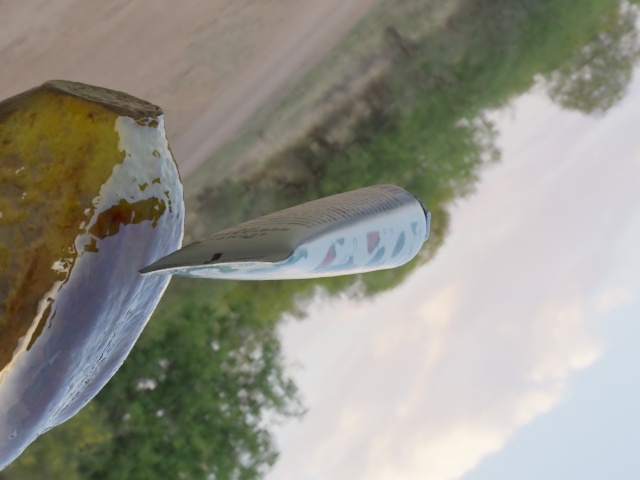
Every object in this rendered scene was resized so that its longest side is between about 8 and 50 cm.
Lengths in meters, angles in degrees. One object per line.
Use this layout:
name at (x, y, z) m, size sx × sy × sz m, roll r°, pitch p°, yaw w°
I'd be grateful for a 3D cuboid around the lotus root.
lotus root at (-0.206, 0.016, 0.817) m, size 0.291 × 0.193 × 0.193 m, roll -57°, pitch 177°, yaw 23°

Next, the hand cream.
hand cream at (0.000, 0.000, 0.743) m, size 0.095 × 0.059 × 0.276 m, roll -5°, pitch -177°, yaw 27°
